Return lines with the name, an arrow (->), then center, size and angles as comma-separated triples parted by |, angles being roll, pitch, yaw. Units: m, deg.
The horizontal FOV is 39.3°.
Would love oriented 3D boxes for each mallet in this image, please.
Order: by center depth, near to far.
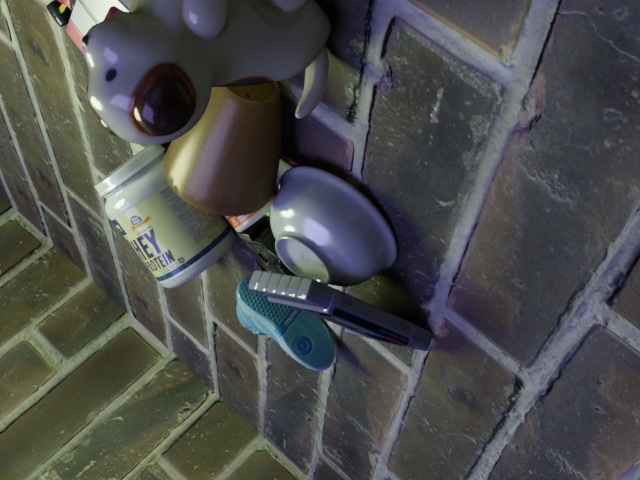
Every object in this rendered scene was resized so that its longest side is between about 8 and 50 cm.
mallet -> -0.612, -0.581, 2.146 | 0.062, 0.039, 0.189 | 52, 149, -3

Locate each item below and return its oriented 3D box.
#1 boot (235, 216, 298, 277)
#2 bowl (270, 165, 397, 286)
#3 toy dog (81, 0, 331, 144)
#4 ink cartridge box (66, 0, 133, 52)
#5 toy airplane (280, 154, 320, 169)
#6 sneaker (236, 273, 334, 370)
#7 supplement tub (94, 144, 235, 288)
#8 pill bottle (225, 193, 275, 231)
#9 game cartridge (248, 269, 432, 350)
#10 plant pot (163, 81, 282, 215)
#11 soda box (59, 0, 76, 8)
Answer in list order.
boot -> -0.083, 0.055, 2.169 | 0.263, 0.091, 0.229 | 26, 152, 45
bowl -> 0.000, 0.000, 1.850 | 0.297, 0.134, 0.298 | 31, 153, 18
toy dog -> -0.201, -0.319, 1.437 | 0.284, 0.408, 0.395 | 18, 141, 47
ink cartridge box -> -0.350, -0.464, 1.695 | 0.117, 0.207, 0.283 | 50, 155, -7
toy airplane -> -0.020, -0.125, 1.866 | 0.151, 0.028, 0.151 | 32, 152, 20
sneaker -> -0.098, 0.231, 2.387 | 0.319, 0.127, 0.208 | 46, 160, 5
supplement tub -> -0.397, -0.067, 2.290 | 0.325, 0.235, 0.235 | 54, 154, -13
pill bottle -> -0.208, -0.138, 2.030 | 0.221, 0.121, 0.121 | 51, 154, -7
game cartridge -> 0.046, 0.154, 1.922 | 0.355, 0.068, 0.230 | 26, 173, -34
plant pot -> -0.172, -0.218, 1.778 | 0.237, 0.237, 0.254 | 41, 137, 15
soda box -> -0.614, -0.621, 2.017 | 0.263, 0.092, 0.083 | 35, 152, 25
